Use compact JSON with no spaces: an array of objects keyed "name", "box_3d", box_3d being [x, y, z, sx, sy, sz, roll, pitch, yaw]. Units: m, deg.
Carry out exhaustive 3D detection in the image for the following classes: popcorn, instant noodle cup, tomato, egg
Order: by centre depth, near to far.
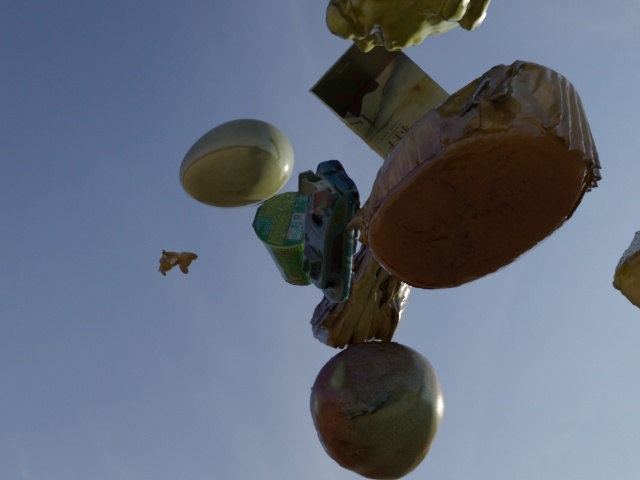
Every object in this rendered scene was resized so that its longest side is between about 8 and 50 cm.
[{"name":"popcorn","box_3d":[0.126,-0.407,1.039,0.250,0.241,0.235,-20,-55,33]},{"name":"egg","box_3d":[-0.179,-0.160,1.472,0.254,0.188,0.188,-22,-38,-15]},{"name":"tomato","box_3d":[0.126,0.379,1.511,0.304,0.239,0.303,-3,-71,-9]},{"name":"instant noodle cup","box_3d":[-0.072,0.006,1.985,0.207,0.207,0.232,0,-36,11]}]

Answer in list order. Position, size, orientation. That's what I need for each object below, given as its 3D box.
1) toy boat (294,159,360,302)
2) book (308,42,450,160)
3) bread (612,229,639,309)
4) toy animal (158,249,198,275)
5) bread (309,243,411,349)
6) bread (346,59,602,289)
[{"name":"toy boat","box_3d":[0.000,0.000,1.247,0.092,0.134,0.298,-16,-44,-21]},{"name":"book","box_3d":[0.145,-0.283,1.420,0.289,0.201,0.026,41,-8,0]},{"name":"bread","box_3d":[0.673,-0.015,1.152,0.323,0.333,0.143,-45,-102,32]},{"name":"toy animal","box_3d":[-0.330,0.053,1.591,0.083,0.081,0.060,11,-59,-20]},{"name":"bread","box_3d":[0.135,0.125,1.778,0.192,0.369,0.314,29,-5,-5]},{"name":"bread","box_3d":[0.222,-0.072,0.996,0.236,0.183,0.388,21,-38,-19]}]
